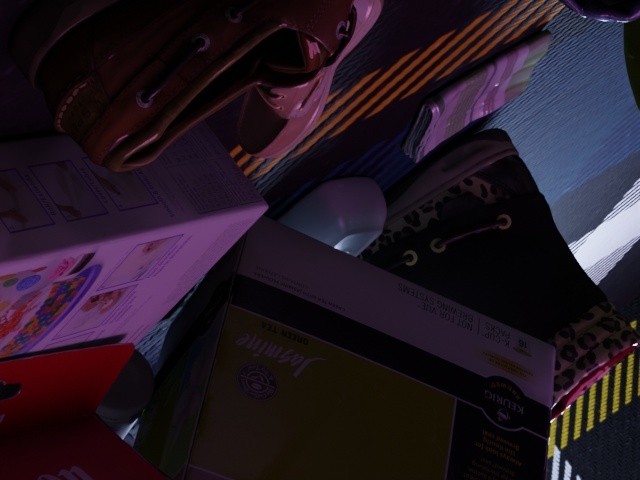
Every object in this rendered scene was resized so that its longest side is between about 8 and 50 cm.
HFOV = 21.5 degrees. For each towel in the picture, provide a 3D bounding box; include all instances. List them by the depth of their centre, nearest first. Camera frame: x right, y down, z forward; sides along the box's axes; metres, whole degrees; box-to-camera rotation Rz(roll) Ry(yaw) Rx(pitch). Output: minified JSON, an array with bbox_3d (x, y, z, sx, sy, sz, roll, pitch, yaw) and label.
[{"bbox_3d":[0.152,-0.137,1.615,0.152,0.023,0.113,-31,166,-20],"label":"towel"}]

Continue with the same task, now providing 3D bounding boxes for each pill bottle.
[{"bbox_3d":[-0.213,0.159,1.592,0.078,0.078,0.137,-26,162,-37],"label":"pill bottle"}]

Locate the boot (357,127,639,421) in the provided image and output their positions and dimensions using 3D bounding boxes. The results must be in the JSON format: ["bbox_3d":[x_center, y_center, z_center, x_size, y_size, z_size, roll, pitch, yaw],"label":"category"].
[{"bbox_3d":[0.122,0.098,1.766,0.377,0.284,0.138,-38,166,5],"label":"boot"}]

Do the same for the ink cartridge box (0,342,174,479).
[{"bbox_3d":[-0.226,0.221,1.127,0.272,0.130,0.309,-60,158,17],"label":"ink cartridge box"}]

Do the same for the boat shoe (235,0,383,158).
[{"bbox_3d":[-0.022,-0.123,1.172,0.059,0.063,0.170,-16,146,-49],"label":"boat shoe"}]

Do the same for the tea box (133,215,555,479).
[{"bbox_3d":[0.011,0.208,1.516,0.220,0.329,0.323,-52,-161,46],"label":"tea box"}]

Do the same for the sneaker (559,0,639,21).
[{"bbox_3d":[0.199,-0.207,1.280,0.104,0.125,0.262,-39,166,15],"label":"sneaker"}]

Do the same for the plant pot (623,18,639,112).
[{"bbox_3d":[0.506,-0.207,1.661,0.353,0.366,0.366,-19,161,-18],"label":"plant pot"}]

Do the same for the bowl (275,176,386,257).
[{"bbox_3d":[0.000,0.000,1.641,0.142,0.053,0.142,-43,165,21],"label":"bowl"}]

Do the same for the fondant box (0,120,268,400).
[{"bbox_3d":[-0.220,0.035,1.134,0.238,0.096,0.330,-45,165,30],"label":"fondant box"}]

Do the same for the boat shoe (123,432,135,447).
[{"bbox_3d":[-0.245,0.259,1.932,0.142,0.049,0.040,-58,-169,40],"label":"boat shoe"}]

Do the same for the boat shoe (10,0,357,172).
[{"bbox_3d":[-0.027,-0.138,1.002,0.307,0.104,0.110,-32,166,-18],"label":"boat shoe"}]
